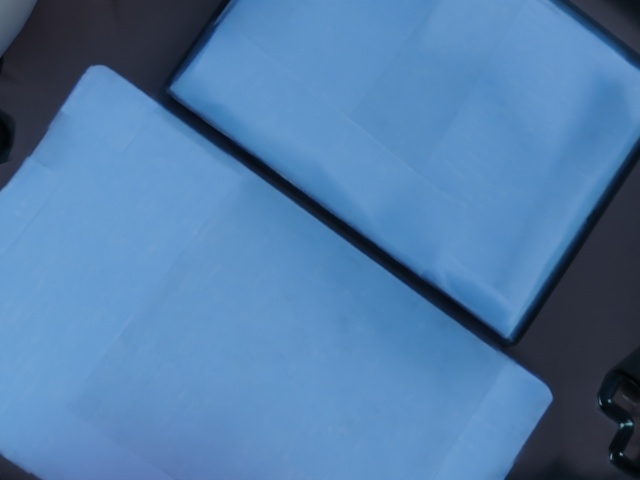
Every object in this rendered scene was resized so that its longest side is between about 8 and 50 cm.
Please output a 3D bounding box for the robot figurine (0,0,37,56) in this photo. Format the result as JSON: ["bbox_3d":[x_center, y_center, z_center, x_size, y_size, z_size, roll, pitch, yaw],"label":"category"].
[{"bbox_3d":[-0.236,-0.128,0.589,0.353,0.300,0.199,-4,130,0],"label":"robot figurine"}]

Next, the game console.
[{"bbox_3d":[0.000,0.000,0.726,0.386,0.060,0.342,36,83,-8],"label":"game console"}]
